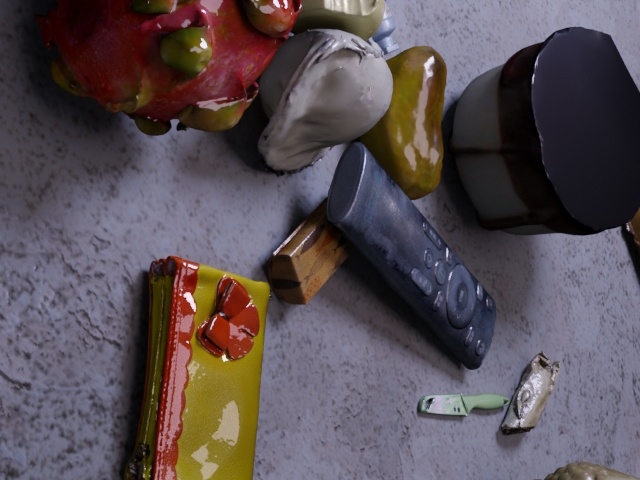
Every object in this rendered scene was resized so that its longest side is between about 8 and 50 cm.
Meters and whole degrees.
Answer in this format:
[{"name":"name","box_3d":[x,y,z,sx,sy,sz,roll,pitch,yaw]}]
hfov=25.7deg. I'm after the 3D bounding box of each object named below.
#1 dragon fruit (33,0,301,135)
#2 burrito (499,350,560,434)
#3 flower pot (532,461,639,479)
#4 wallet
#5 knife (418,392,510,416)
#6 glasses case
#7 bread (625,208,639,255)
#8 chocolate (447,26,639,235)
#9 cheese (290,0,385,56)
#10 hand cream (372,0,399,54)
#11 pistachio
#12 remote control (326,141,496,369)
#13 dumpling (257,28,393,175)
[{"name":"dragon fruit","box_3d":[-0.124,-0.236,1.307,0.243,0.227,0.307,35,52,-48]},{"name":"burrito","box_3d":[0.283,0.211,1.880,0.055,0.041,0.149,48,49,-21]},{"name":"flower pot","box_3d":[0.294,0.419,1.657,0.244,0.307,0.307,4,78,-37]},{"name":"wallet","box_3d":[-0.114,0.140,1.358,0.141,0.067,0.241,22,65,-46]},{"name":"knife","box_3d":[0.185,0.208,1.776,0.207,0.014,0.030,7,77,-50]},{"name":"glasses case","box_3d":[0.000,0.000,1.559,0.170,0.041,0.065,-47,128,-46]},{"name":"bread","box_3d":[0.588,-0.036,2.247,0.204,0.162,0.262,-30,92,-40]},{"name":"chocolate","box_3d":[0.288,-0.134,1.852,0.283,0.186,0.284,6,81,-43]},{"name":"cheese","box_3d":[0.027,-0.244,1.578,0.255,0.127,0.050,27,62,-70]},{"name":"hand cream","box_3d":[0.051,-0.307,1.702,0.065,0.043,0.171,-35,105,-56]},{"name":"pistachio","box_3d":[0.097,-0.141,1.682,0.110,0.100,0.189,7,84,-29]},{"name":"remote control","box_3d":[0.117,0.028,1.665,0.377,0.044,0.107,46,55,-46]},{"name":"dumpling","box_3d":[-0.010,-0.147,1.514,0.172,0.142,0.247,-59,165,-1]}]
